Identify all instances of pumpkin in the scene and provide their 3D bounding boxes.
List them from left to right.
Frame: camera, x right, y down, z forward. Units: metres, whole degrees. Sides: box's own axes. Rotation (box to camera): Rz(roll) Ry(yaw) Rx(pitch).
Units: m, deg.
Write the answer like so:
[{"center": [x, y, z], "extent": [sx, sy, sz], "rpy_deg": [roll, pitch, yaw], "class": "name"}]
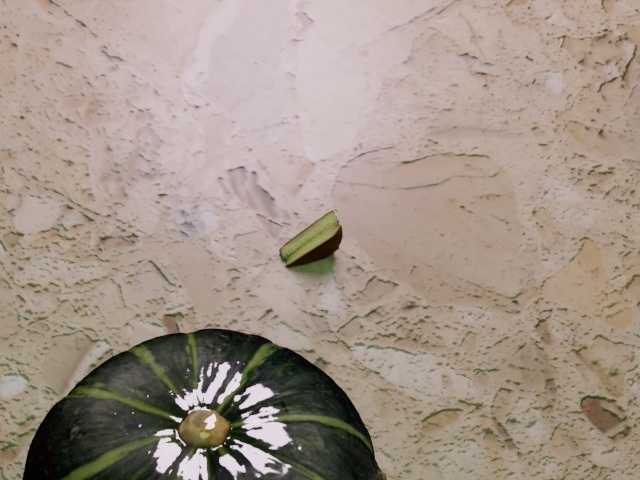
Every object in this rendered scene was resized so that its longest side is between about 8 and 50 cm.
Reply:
[{"center": [-0.103, 0.232, 1.167], "extent": [0.323, 0.241, 0.323], "rpy_deg": [1, 55, -1], "class": "pumpkin"}]

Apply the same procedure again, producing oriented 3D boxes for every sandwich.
[{"center": [0.000, 0.000, 1.377], "extent": [0.044, 0.083, 0.031], "rpy_deg": [7, 56, -52], "class": "sandwich"}]
